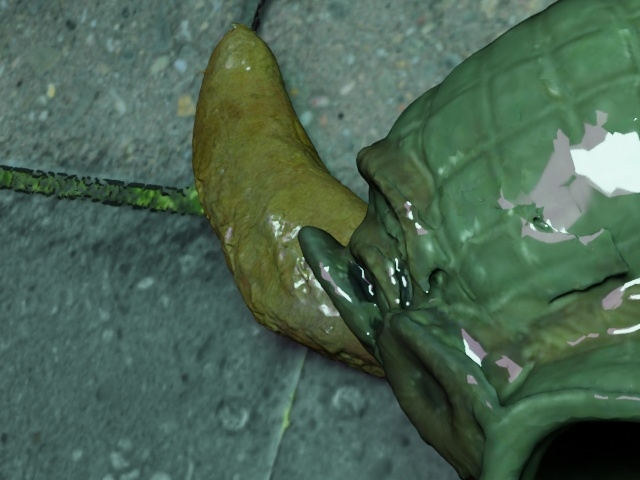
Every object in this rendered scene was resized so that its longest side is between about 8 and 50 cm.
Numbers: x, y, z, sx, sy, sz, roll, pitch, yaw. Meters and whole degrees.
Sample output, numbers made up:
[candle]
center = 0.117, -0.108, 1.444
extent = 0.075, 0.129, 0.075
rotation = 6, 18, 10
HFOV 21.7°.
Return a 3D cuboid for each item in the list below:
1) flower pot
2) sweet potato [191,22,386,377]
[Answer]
[flower pot]
center = 0.150, 0.027, 0.773
extent = 0.301, 0.302, 0.213
rotation = -27, 60, 24
[sweet potato]
center = -0.004, 0.001, 1.010
extent = 0.114, 0.092, 0.341
rotation = -37, 54, -3
